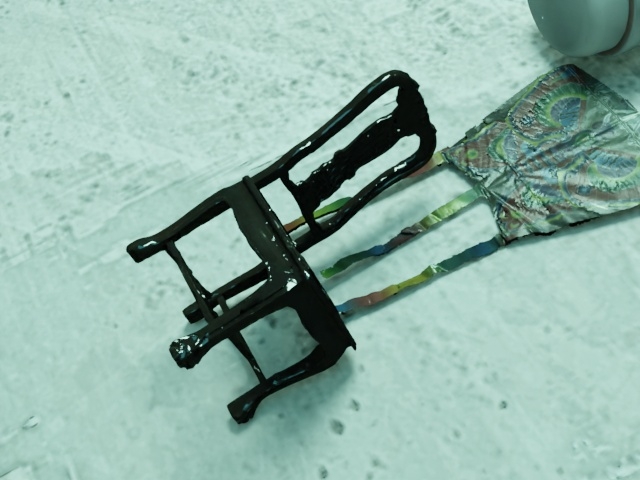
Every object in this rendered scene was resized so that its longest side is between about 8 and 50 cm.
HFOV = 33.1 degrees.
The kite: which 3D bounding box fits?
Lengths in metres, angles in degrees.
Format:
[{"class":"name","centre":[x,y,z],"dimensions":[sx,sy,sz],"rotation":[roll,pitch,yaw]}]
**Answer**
[{"class":"kite","centre":[0.113,-0.035,0.797],"dimensions":[0.285,0.015,0.152],"rotation":[-24,51,-7]}]

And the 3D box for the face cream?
[{"class":"face cream","centre":[0.223,-0.202,0.829],"dimensions":[0.104,0.117,0.117],"rotation":[-21,53,-13]}]

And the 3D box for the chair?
[{"class":"chair","centre":[0.000,0.000,0.716],"dimensions":[0.229,0.106,0.113],"rotation":[-33,54,-1]}]
